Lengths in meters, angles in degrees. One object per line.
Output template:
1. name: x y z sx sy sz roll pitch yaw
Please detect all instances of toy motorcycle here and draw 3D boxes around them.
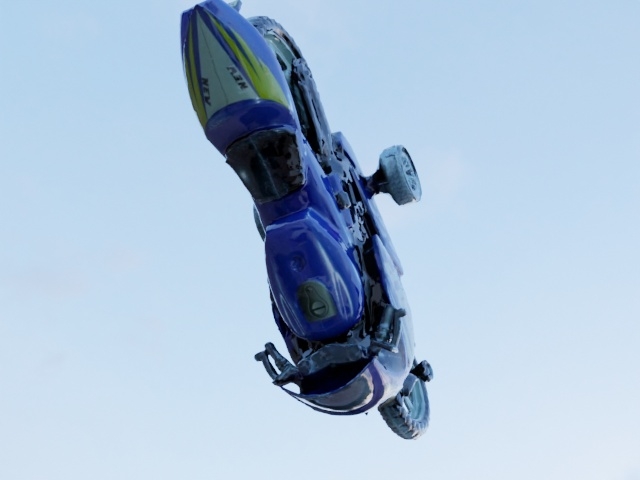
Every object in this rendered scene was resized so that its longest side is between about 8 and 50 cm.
1. toy motorcycle: 0.000 0.000 0.570 0.113 0.169 0.315 -20 -81 20
